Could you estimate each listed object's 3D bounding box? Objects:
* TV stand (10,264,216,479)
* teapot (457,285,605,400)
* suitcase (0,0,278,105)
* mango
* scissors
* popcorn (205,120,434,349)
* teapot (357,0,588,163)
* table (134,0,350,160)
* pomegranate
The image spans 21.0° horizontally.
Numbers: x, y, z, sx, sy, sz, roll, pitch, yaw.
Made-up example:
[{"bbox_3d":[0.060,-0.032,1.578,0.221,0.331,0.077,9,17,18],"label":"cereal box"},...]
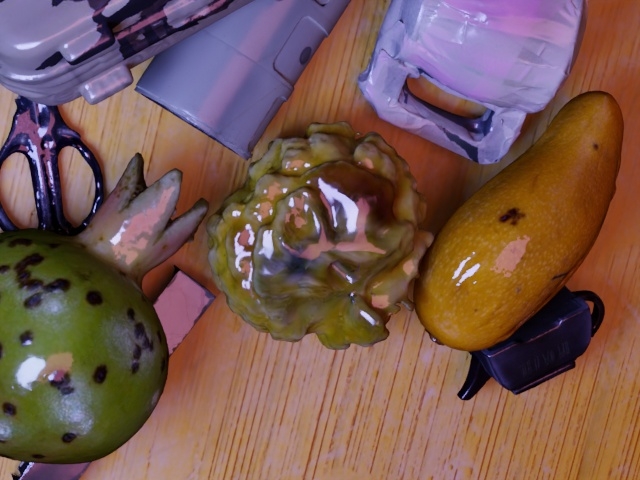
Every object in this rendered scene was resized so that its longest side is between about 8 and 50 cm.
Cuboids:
[{"bbox_3d":[-0.199,0.139,1.652,0.049,0.040,0.256,38,88,-21],"label":"TV stand"},{"bbox_3d":[0.215,0.110,1.765,0.177,0.087,0.096,-26,123,-11],"label":"teapot"},{"bbox_3d":[-0.178,-0.320,1.462,0.352,0.194,0.339,-30,78,-5],"label":"suitcase"},{"bbox_3d":[0.208,-0.011,1.686,0.120,0.177,0.295,41,79,20],"label":"mango"},{"bbox_3d":[-0.263,-0.145,1.578,0.109,0.022,0.300,-10,105,-20],"label":"scissors"},{"bbox_3d":[0.002,-0.002,1.623,0.189,0.169,0.218,41,97,-16],"label":"popcorn"},{"bbox_3d":[0.141,-0.202,1.655,0.178,0.221,0.163,13,58,-11],"label":"teapot"},{"bbox_3d":[-0.060,-0.197,1.580,0.126,0.126,0.220,32,89,-22],"label":"table"},{"bbox_3d":[-0.238,0.062,1.547,0.231,0.231,0.285,30,63,-22],"label":"pomegranate"}]
